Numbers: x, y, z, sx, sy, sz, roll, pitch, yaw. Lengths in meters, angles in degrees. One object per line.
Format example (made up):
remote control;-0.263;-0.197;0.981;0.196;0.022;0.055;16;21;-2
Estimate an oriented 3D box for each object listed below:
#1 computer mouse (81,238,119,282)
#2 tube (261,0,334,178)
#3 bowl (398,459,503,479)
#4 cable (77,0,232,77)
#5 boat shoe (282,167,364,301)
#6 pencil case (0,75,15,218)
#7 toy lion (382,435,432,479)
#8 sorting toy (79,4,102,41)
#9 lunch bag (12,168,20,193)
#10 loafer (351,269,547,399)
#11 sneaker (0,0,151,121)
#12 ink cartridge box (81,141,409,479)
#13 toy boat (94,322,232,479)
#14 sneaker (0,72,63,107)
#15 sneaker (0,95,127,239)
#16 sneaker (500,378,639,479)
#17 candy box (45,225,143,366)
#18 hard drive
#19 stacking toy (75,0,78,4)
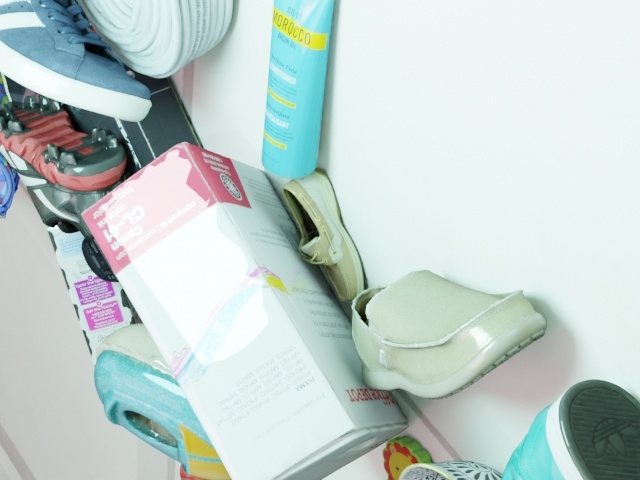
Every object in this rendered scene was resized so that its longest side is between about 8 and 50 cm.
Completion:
computer mouse;-0.204;0.010;1.630;0.242;0.041;0.071;-4;117;55
tube;-0.020;-0.154;1.279;0.080;0.052;0.207;34;134;32
bowl;0.149;0.258;1.265;0.170;0.080;0.170;43;147;38
cable;-0.181;-0.289;1.412;0.257;0.089;0.257;-18;97;64
boat shoe;0.000;0.000;1.364;0.050;0.045;0.135;-11;102;63
pencil case;-0.452;-0.129;1.884;0.133;0.119;0.306;55;-170;-29
toy lion;0.094;0.247;1.420;0.100;0.034;0.096;50;142;28
sorting toy;-0.248;-0.253;1.619;0.042;0.061;0.102;-80;5;-46
lunch bag;-0.488;-0.138;2.099;0.129;0.096;0.151;1;103;61
loafer;0.089;0.073;1.197;0.092;0.102;0.268;61;155;-4
sneaker;-0.291;-0.249;1.426;0.350;0.131;0.148;34;99;18
ink cartridge box;-0.063;0.076;1.342;0.306;0.131;0.226;61;-169;13
toy boat;-0.151;0.240;1.684;0.268;0.148;0.318;26;152;13
sneaker;-0.353;-0.173;1.831;0.234;0.084;0.097;61;152;9
sneaker;-0.310;-0.083;1.667;0.276;0.098;0.135;31;135;47
sneaker;0.221;0.270;1.087;0.295;0.124;0.178;66;150;17
candy box;-0.275;0.059;1.831;0.159;0.071;0.233;-105;-2;-73
hard drive;-0.184;-0.042;1.652;0.339;0.064;0.237;65;154;3
stacking toy;-0.348;-0.399;1.581;0.175;0.166;0.301;-98;13;-72
